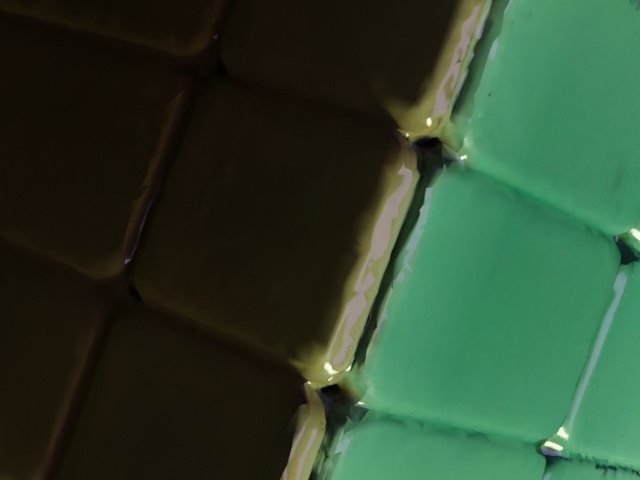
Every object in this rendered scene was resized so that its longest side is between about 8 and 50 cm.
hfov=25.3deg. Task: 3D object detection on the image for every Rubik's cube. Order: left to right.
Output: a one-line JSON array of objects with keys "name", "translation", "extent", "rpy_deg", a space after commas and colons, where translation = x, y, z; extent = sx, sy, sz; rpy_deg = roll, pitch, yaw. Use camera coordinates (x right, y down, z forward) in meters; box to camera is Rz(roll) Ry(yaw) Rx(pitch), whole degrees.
[{"name": "Rubik's cube", "translation": [0.000, 0.000, 0.525], "extent": [0.231, 0.221, 0.225], "rpy_deg": [21, 89, -52]}]
